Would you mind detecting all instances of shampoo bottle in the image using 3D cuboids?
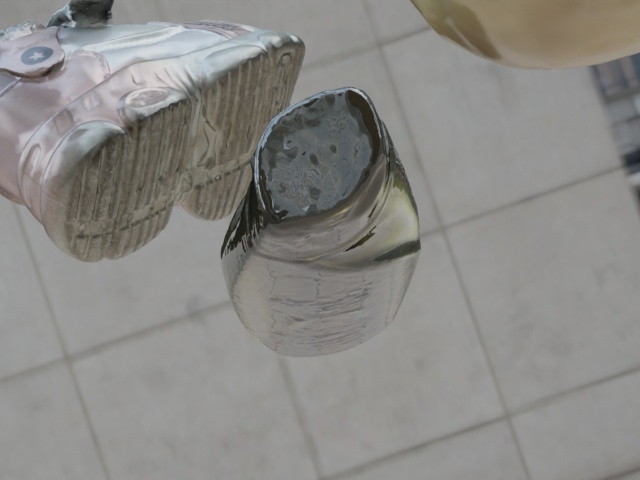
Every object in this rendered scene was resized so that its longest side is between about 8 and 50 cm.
[{"bbox_3d":[0.000,0.000,0.910,0.126,0.084,0.350,-16,-14,-5],"label":"shampoo bottle"}]

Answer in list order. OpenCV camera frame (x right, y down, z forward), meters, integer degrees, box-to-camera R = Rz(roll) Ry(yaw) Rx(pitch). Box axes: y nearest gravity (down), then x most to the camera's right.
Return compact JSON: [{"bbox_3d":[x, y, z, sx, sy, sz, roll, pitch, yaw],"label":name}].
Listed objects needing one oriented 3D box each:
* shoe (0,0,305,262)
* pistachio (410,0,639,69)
[{"bbox_3d":[-0.159,-0.122,1.243,0.351,0.198,0.171,-27,-37,-58],"label":"shoe"},{"bbox_3d":[0.157,-0.188,0.641,0.299,0.187,0.187,-29,-4,20],"label":"pistachio"}]
